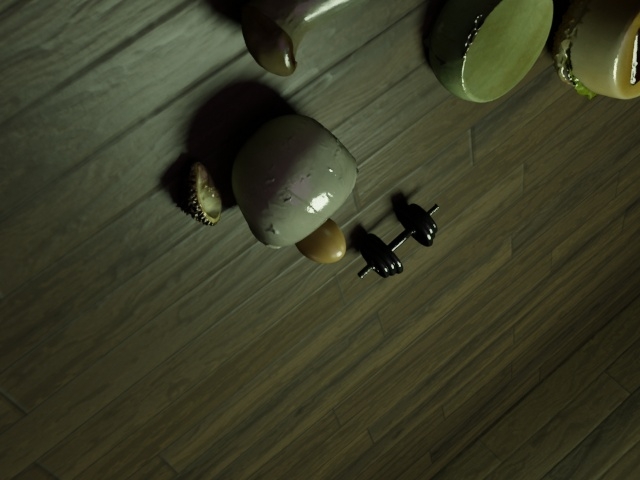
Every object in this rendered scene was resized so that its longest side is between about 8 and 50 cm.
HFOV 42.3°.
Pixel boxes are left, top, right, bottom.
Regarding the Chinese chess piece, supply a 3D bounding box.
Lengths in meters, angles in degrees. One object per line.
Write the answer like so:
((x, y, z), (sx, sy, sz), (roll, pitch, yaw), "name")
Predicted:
((0.282, -0.344, 1.378), (0.237, 0.092, 0.238), (-30, 145, -23), "Chinese chess piece")

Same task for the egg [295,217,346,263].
((0.000, 0.000, 1.432), (0.080, 0.096, 0.080), (-36, 162, -14), "egg")

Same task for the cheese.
((-0.044, -0.091, 1.233), (0.198, 0.154, 0.189), (-44, 142, -2), "cheese")

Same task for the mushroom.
((0.018, -0.361, 1.066), (0.329, 0.122, 0.159), (-45, 110, -2), "mushroom")

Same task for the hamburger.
((0.568, -0.409, 1.561), (0.302, 0.170, 0.302), (-29, 139, -28), "hamburger")

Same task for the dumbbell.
((0.151, 0.001, 1.598), (0.208, 0.099, 0.099), (-41, 147, -9), "dumbbell")

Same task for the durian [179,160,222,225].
((-0.172, -0.060, 1.213), (0.066, 0.052, 0.130), (-40, 146, -14), "durian")
